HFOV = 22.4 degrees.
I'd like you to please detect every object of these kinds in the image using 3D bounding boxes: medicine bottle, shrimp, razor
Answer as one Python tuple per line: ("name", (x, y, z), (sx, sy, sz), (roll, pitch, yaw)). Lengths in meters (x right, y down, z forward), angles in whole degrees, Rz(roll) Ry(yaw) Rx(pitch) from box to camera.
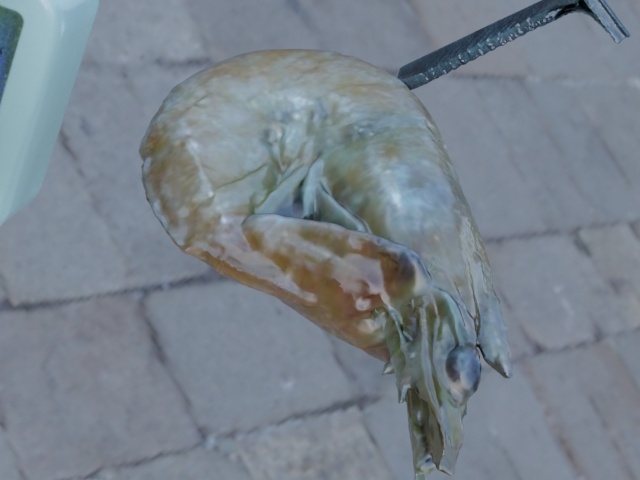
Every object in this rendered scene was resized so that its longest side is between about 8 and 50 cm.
("medicine bottle", (-0.187, -0.123, 0.871), (0.121, 0.229, 0.083), (30, 36, 9))
("shrimp", (0.000, 0.000, 0.831), (0.168, 0.077, 0.317), (-8, 43, -10))
("razor", (0.129, -0.144, 1.147), (0.066, 0.190, 0.033), (46, 48, -23))
